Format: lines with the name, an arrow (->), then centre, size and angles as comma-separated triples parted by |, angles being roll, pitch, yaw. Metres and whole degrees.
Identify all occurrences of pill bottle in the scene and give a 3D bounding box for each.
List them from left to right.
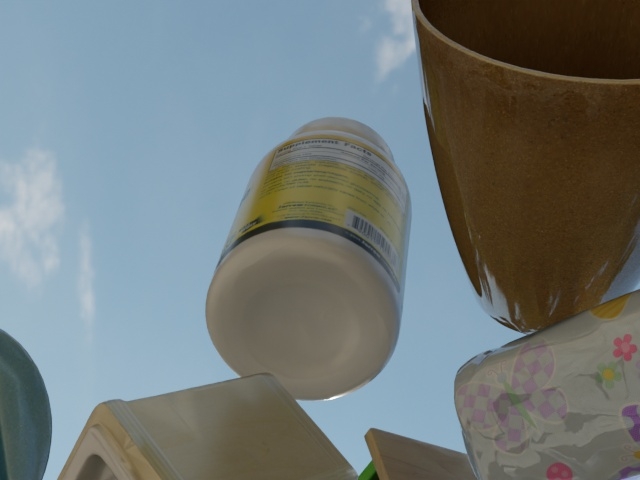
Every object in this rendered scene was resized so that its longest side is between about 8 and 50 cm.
pill bottle -> 0.000, 0.000, 1.161 | 0.188, 0.187, 0.334 | -58, -171, 29

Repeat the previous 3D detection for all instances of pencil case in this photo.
pencil case -> 0.217, 0.086, 0.670 | 0.273, 0.113, 0.124 | -28, -104, 27

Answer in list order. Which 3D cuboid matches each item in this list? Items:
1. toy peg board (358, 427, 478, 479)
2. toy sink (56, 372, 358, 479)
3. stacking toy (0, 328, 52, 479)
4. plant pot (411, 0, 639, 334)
toy peg board -> 0.123, 0.317, 1.281 | 0.079, 0.161, 0.161 | -57, -150, 24
toy sink -> -0.116, 0.203, 0.812 | 0.131, 0.234, 0.153 | 45, -59, 28
stacking toy -> -0.275, 0.099, 0.519 | 0.130, 0.309, 0.280 | -2, -133, 37
plant pot -> 0.178, -0.060, 0.815 | 0.237, 0.237, 0.254 | 39, -40, 41
